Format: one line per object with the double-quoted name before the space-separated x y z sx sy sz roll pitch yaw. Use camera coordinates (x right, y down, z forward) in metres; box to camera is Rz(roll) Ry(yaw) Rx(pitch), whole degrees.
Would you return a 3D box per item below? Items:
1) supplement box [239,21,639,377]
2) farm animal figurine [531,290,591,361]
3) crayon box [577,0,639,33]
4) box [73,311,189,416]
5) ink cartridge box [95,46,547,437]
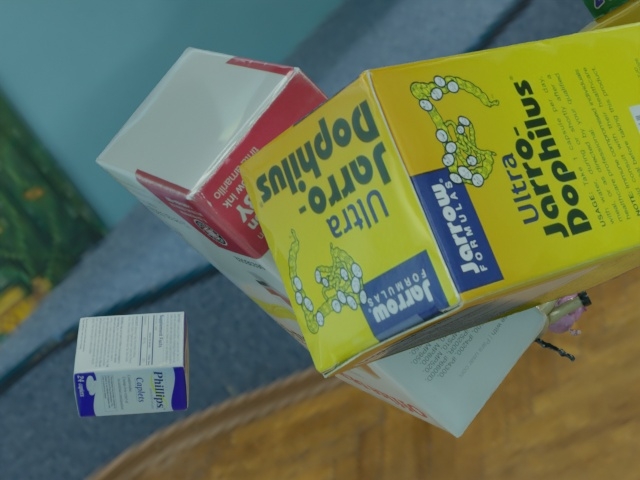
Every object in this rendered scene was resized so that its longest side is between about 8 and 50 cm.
"supplement box" 0.148 -0.042 1.320 0.356 0.195 0.194 -15 -11 -39
"farm animal figurine" 0.177 0.008 1.971 0.172 0.327 0.330 -34 7 1
"crayon box" 0.455 -0.213 1.967 0.083 0.323 0.203 -40 7 -38
"box" -0.234 0.154 1.951 0.137 0.072 0.126 -4 31 -2
"ink cartridge box" 0.000 0.000 1.550 0.160 0.384 0.279 -52 26 -9
